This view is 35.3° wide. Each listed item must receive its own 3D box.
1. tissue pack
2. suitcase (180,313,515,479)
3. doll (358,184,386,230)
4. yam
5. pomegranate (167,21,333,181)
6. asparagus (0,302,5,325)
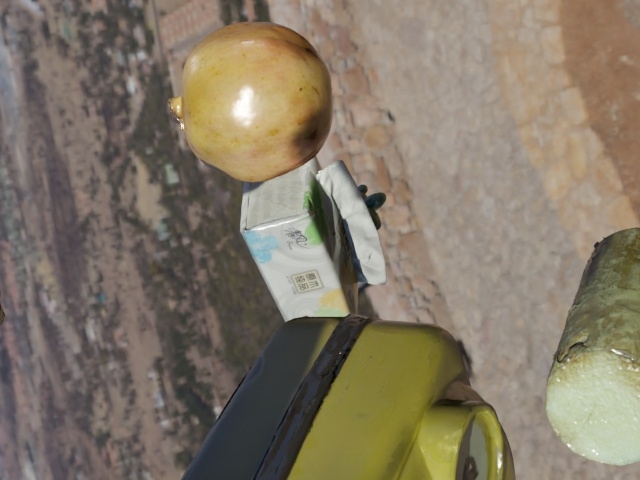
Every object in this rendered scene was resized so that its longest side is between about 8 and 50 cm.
[{"bbox_3d":[0.000,0.000,1.323,0.159,0.145,0.229,-89,-18,-46],"label":"tissue pack"},{"bbox_3d":[0.023,0.170,0.558,0.143,0.235,0.194,-1,129,30],"label":"suitcase"},{"bbox_3d":[0.045,-0.039,1.504,0.077,0.115,0.150,41,-175,-22],"label":"doll"},{"bbox_3d":[0.399,0.125,1.308,0.168,0.304,0.168,18,138,17],"label":"yam"},{"bbox_3d":[-0.076,-0.155,1.160,0.191,0.191,0.191,39,136,51],"label":"pomegranate"},{"bbox_3d":[-0.344,0.092,0.697,0.067,0.278,0.060,-35,88,42],"label":"asparagus"}]
